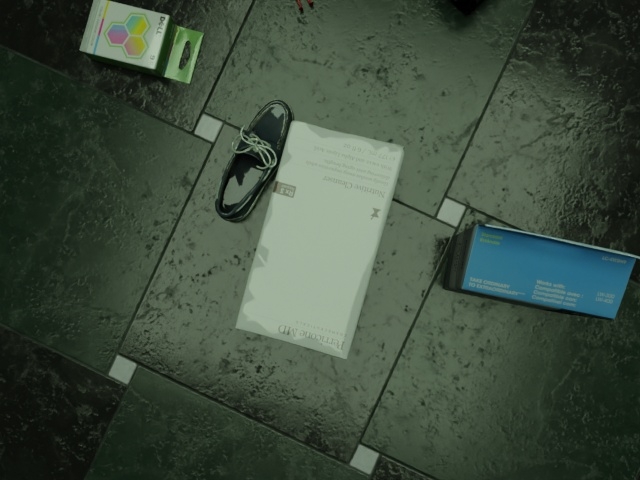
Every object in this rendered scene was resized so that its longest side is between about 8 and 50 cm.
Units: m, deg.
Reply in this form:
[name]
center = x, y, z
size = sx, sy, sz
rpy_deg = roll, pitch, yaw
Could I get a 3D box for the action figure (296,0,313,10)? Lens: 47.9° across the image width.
[action figure]
center = -0.051, -0.506, 1.399
size = 0.038, 0.030, 0.115
rpy_deg = -26, 85, 7

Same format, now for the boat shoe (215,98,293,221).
[boat shoe]
center = -0.128, -0.155, 1.364
size = 0.095, 0.079, 0.255
rpy_deg = 31, 90, 4

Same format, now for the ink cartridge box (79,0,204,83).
[ink cartridge box]
center = -0.344, -0.385, 1.391
size = 0.209, 0.062, 0.109
rpy_deg = 15, 88, 3

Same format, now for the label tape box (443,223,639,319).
[label tape box]
center = 0.353, 0.056, 1.198
size = 0.249, 0.347, 0.115
rpy_deg = 11, 89, 3

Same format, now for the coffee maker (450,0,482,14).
[coffee maker]
center = 0.314, -0.515, 1.309
size = 0.178, 0.171, 0.120
rpy_deg = -46, 114, 3

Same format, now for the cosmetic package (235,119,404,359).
[cosmetic package]
center = 0.000, 0.000, 1.314
size = 0.217, 0.156, 0.385
rpy_deg = 13, 88, 1
